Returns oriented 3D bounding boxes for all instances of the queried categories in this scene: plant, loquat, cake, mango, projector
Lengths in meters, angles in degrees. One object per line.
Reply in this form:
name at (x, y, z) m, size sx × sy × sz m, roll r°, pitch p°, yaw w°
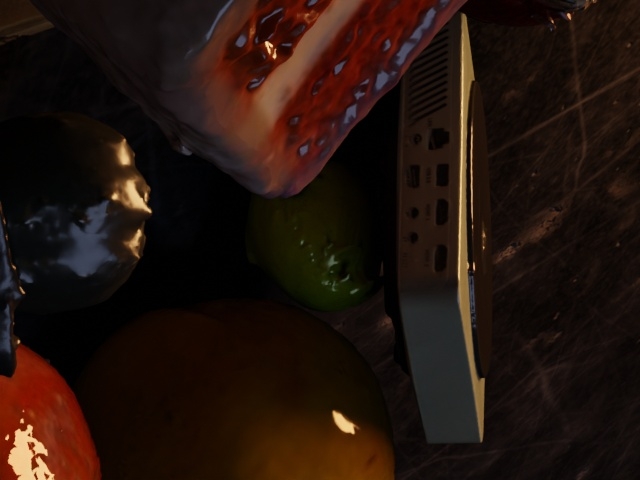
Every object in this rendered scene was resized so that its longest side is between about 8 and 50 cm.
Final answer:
plant at (-0.227, -0.008, 1.127) m, size 0.256 × 0.142 × 0.164 m, roll -7°, pitch 107°, yaw -15°
loquat at (-0.064, 0.186, 1.484) m, size 0.276 × 0.284 × 0.276 m, roll -7°, pitch 153°, yaw -4°
cake at (-0.028, -0.207, 1.006) m, size 0.309 × 0.230 × 0.237 m, roll -51°, pitch 156°, yaw -2°
mango at (-0.001, 0.000, 1.488) m, size 0.100 × 0.119 × 0.178 m, roll -5°, pitch 163°, yaw 15°
projector at (0.088, -0.008, 1.484) m, size 0.079 × 0.257 × 0.259 m, roll -1°, pitch 150°, yaw 7°

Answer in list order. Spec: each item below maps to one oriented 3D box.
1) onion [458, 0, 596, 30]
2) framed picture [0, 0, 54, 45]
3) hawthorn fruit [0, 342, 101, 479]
onion at (0.163, -0.219, 1.365) m, size 0.184 × 0.147 × 0.184 m, roll -18°, pitch 143°, yaw -14°
framed picture at (-0.196, -0.202, 1.056) m, size 0.209 × 0.019 × 0.281 m, roll -23°, pitch 146°, yaw -32°
hawthorn fruit at (-0.257, 0.158, 1.252) m, size 0.307 × 0.276 × 0.276 m, roll -42°, pitch 161°, yaw -50°
